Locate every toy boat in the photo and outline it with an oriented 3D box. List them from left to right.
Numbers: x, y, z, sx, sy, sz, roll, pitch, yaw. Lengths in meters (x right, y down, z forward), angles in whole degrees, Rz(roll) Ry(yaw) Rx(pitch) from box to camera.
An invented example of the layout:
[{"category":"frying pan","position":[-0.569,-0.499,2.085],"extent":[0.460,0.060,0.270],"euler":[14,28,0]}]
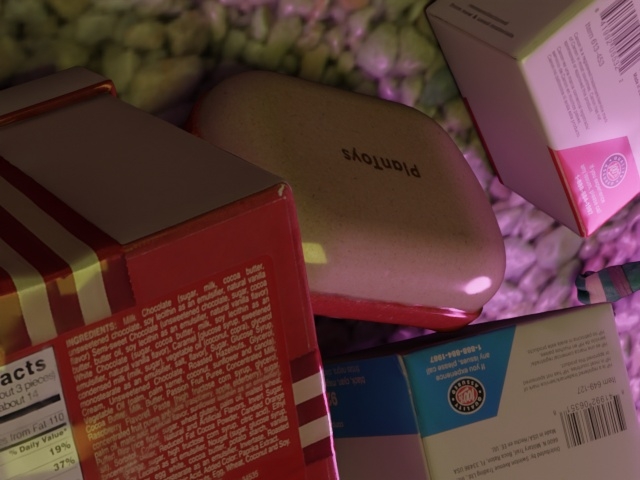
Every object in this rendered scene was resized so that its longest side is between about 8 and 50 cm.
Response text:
[{"category":"toy boat","position":[0.000,0.000,0.823],"extent":[0.231,0.151,0.151],"euler":[10,140,-40]}]

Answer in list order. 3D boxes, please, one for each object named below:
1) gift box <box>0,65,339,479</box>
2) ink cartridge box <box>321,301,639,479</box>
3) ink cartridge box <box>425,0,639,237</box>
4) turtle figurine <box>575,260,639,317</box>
[{"category":"gift box","position":[-0.160,0.089,0.647],"extent":[0.255,0.258,0.276],"euler":[-18,118,-29]},{"category":"ink cartridge box","position":[0.104,0.176,0.893],"extent":[0.171,0.168,0.232],"euler":[-10,87,-30]},{"category":"ink cartridge box","position":[0.211,-0.147,0.898],"extent":[0.237,0.100,0.172],"euler":[-40,133,-10]},{"category":"turtle figurine","position":[0.304,0.019,1.067],"extent":[0.175,0.118,0.234],"euler":[1,109,-38]}]
